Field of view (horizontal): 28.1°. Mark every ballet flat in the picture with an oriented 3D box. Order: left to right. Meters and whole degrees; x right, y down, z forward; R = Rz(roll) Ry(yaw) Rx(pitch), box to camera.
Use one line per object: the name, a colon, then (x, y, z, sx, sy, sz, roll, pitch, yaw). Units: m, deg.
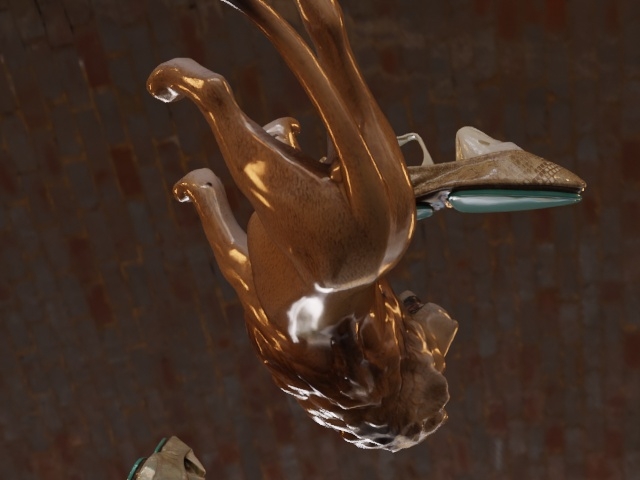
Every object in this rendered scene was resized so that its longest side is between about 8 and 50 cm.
ballet flat: (-0.116, 0.190, 1.003, 0.052, 0.168, 0.057, 20, -91, 2)
ballet flat: (0.089, -0.049, 0.942, 0.206, 0.067, 0.073, -6, -13, 8)

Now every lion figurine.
lion figurine: (0.000, 0.000, 0.811, 0.142, 0.240, 0.392, -30, -19, -5)
